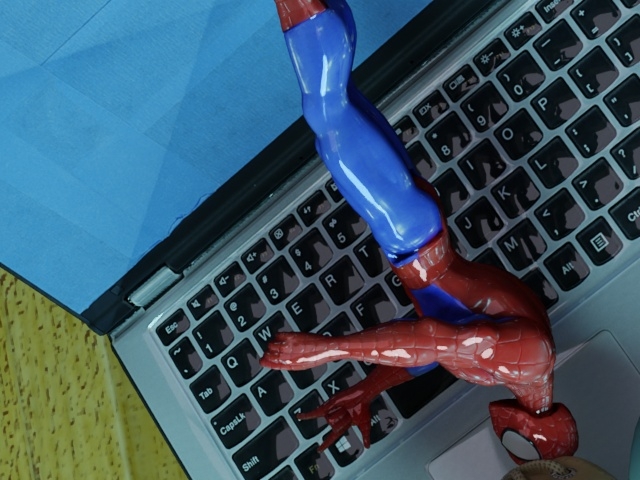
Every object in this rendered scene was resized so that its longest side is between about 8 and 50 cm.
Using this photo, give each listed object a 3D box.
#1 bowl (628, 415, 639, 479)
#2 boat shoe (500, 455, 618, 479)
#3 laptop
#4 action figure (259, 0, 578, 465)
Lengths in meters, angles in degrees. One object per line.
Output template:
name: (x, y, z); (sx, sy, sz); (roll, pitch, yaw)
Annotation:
bowl: (0.234, 0.111, 0.695); (0.163, 0.311, 0.311); (-43, 67, 37)
boat shoe: (0.095, 0.158, 0.791); (0.122, 0.324, 0.120); (123, 159, -52)
laptop: (0.002, -0.030, 0.848); (0.382, 0.236, 0.408); (-40, 69, 19)
action figure: (0.000, 0.000, 0.803); (0.139, 0.091, 0.280); (-35, 98, 11)
